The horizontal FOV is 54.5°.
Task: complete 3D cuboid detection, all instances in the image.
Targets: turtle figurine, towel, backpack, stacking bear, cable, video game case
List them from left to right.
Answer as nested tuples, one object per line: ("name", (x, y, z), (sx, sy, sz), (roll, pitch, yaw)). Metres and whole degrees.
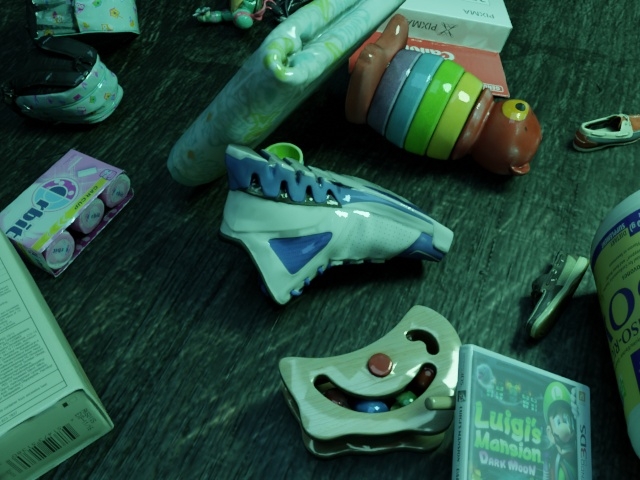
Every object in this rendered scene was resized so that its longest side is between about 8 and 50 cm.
("backpack", (-0.437, -0.271, 1.073), (0.182, 0.115, 0.152), (6, 67, 25))
("backpack", (-0.441, -0.433, 1.175), (0.188, 0.144, 0.166), (1, 12, -6))
("turtle figurine", (-0.170, -0.488, 1.237), (0.175, 0.118, 0.234), (-35, 43, 29))
("towel", (-0.041, -0.251, 0.906), (0.090, 0.320, 0.374), (46, 53, -8))
("cable", (-0.004, -0.470, 1.250), (0.184, 0.047, 0.150), (-24, 55, -15))
("stacking bear", (0.200, -0.197, 0.958), (0.289, 0.164, 0.175), (27, 50, 10))
("video game case", (0.209, 0.212, 0.628), (0.190, 0.022, 0.173), (22, 63, -27))

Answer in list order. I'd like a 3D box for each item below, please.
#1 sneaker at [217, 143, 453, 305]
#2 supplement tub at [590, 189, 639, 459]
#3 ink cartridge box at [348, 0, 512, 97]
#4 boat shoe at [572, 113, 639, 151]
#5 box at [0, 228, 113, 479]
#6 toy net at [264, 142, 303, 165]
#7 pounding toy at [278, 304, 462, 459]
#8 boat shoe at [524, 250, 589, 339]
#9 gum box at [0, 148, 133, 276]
("sneaker", (-0.001, 0.000, 0.836), (0.315, 0.182, 0.127), (16, 14, -18))
("supplement tub", (0.431, 0.116, 0.643), (0.241, 0.241, 0.331), (2, 52, 5))
("ink cartridge box", (0.196, -0.386, 1.123), (0.296, 0.066, 0.261), (7, 51, -8))
("boat shoe", (0.471, -0.180, 0.997), (0.137, 0.043, 0.049), (-15, 51, -10))
("box", (-0.396, 0.129, 0.759), (0.148, 0.121, 0.311), (-30, 56, -19))
("toy net", (-0.002, -0.066, 0.935), (0.232, 0.045, 0.122), (22, 56, 19))
("pounding toy", (0.087, 0.143, 0.697), (0.269, 0.155, 0.154), (-4, 55, -2))
("boat shoe", (0.299, 0.069, 0.810), (0.049, 0.056, 0.152), (28, 49, 29))
("gum box", (-0.382, -0.049, 0.934), (0.107, 0.062, 0.188), (22, 57, 19))
